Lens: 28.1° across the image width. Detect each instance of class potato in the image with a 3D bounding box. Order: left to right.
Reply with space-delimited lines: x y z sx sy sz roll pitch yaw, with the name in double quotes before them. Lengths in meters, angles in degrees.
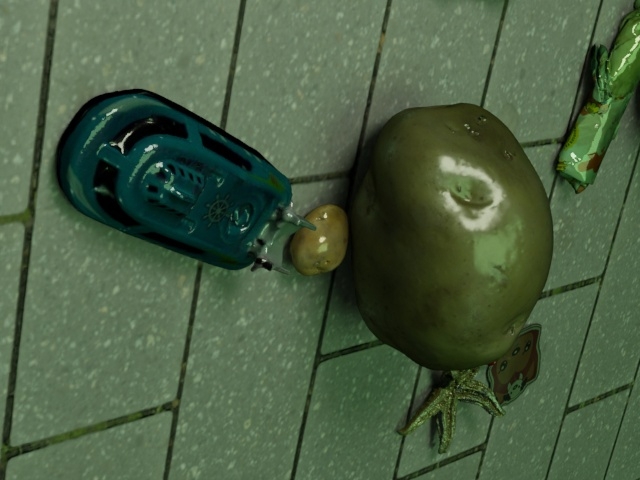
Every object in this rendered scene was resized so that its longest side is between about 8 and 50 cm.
"potato" 0.000 0.000 1.442 0.068 0.062 0.083 55 45 -68
"potato" 0.149 0.004 1.463 0.221 0.243 0.326 -15 120 -29

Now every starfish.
"starfish" 0.179 0.223 1.784 0.176 0.053 0.208 -29 131 -26

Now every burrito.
"burrito" 0.396 -0.206 1.778 0.104 0.054 0.288 19 98 -50

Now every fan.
"fan" 0.292 0.159 1.910 0.132 0.009 0.220 -34 135 -33

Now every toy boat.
"toy boat" -0.121 -0.046 1.246 0.299 0.092 0.134 24 96 -53

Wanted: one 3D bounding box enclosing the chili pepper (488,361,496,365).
"chili pepper" 0.244 0.118 1.795 0.059 0.050 0.191 -55 153 -37
